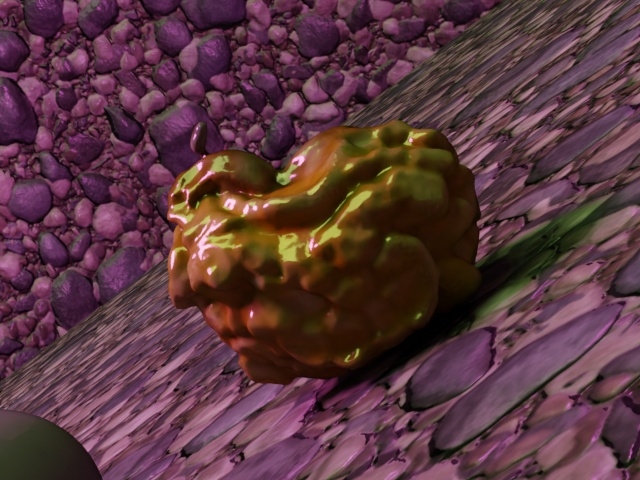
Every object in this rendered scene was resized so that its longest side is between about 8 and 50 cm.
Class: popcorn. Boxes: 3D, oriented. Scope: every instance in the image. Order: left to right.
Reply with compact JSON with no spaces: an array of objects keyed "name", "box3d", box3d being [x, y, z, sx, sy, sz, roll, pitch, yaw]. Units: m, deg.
[{"name":"popcorn","box3d":[0.003,0.016,0.860,0.194,0.163,0.140,-5,33,5]}]

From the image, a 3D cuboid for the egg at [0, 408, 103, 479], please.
[{"name":"egg","box3d":[-0.194,0.176,0.721,0.199,0.146,0.146,-46,9,-17]}]
